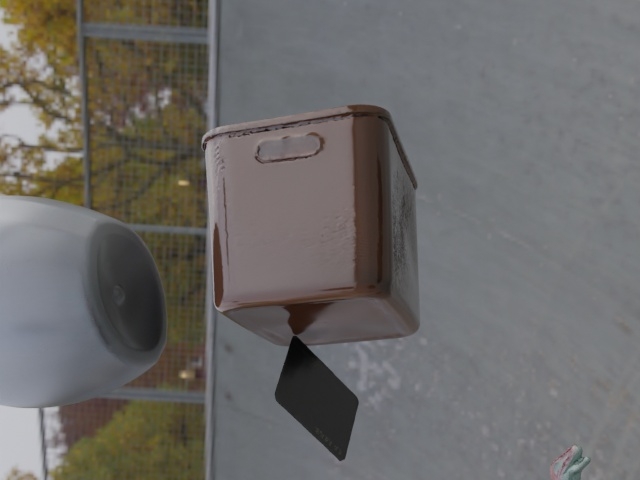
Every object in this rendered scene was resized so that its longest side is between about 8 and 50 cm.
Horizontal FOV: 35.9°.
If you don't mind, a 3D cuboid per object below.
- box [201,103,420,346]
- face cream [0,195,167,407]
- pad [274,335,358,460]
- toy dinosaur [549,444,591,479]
[{"bbox_3d":[0.000,0.000,1.297,0.339,0.239,0.229,50,-144,-70],"label":"box"},{"bbox_3d":[-0.399,0.086,1.288,0.219,0.357,0.312,-72,-32,-48],"label":"face cream"},{"bbox_3d":[-0.002,0.216,1.344,0.157,0.003,0.112,48,-141,-28],"label":"pad"},{"bbox_3d":[0.265,0.364,1.141,0.242,0.167,0.053,-47,-12,30],"label":"toy dinosaur"}]
